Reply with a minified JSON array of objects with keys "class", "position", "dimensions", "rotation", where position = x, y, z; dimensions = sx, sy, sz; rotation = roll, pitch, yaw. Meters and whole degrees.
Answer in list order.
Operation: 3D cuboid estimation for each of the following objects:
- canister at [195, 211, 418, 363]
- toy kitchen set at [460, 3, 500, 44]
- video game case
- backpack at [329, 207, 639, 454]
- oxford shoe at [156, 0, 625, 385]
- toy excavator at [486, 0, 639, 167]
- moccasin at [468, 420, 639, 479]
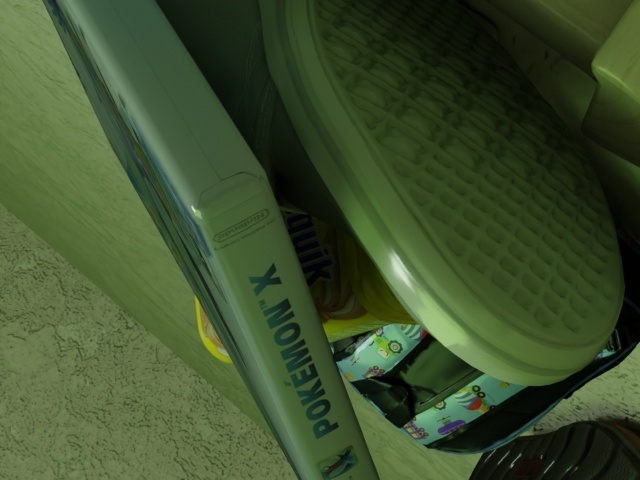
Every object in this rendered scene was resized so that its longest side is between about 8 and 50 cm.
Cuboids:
[{"class":"canister","position":[0.000,0.000,0.988],"dimensions":[0.073,0.126,0.170],"rotation":[7,161,-39]},{"class":"toy kitchen set","position":[0.022,-0.049,1.060],"dimensions":[0.122,0.166,0.207],"rotation":[36,165,26]},{"class":"video game case","position":[-0.075,-0.039,0.846],"dimensions":[0.329,0.036,0.300],"rotation":[56,171,37]},{"class":"backpack","position":[0.098,0.039,1.044],"dimensions":[0.158,0.173,0.117],"rotation":[42,-151,-7]},{"class":"oxford shoe","position":[0.002,-0.072,0.843],"dimensions":[0.169,0.130,0.449],"rotation":[15,-151,-39]},{"class":"toy excavator","position":[-0.031,-0.227,0.694],"dimensions":[0.433,0.222,0.445],"rotation":[33,177,34]},{"class":"moccasin","position":[0.228,0.238,1.414],"dimensions":[0.147,0.139,0.380],"rotation":[31,164,-6]}]
